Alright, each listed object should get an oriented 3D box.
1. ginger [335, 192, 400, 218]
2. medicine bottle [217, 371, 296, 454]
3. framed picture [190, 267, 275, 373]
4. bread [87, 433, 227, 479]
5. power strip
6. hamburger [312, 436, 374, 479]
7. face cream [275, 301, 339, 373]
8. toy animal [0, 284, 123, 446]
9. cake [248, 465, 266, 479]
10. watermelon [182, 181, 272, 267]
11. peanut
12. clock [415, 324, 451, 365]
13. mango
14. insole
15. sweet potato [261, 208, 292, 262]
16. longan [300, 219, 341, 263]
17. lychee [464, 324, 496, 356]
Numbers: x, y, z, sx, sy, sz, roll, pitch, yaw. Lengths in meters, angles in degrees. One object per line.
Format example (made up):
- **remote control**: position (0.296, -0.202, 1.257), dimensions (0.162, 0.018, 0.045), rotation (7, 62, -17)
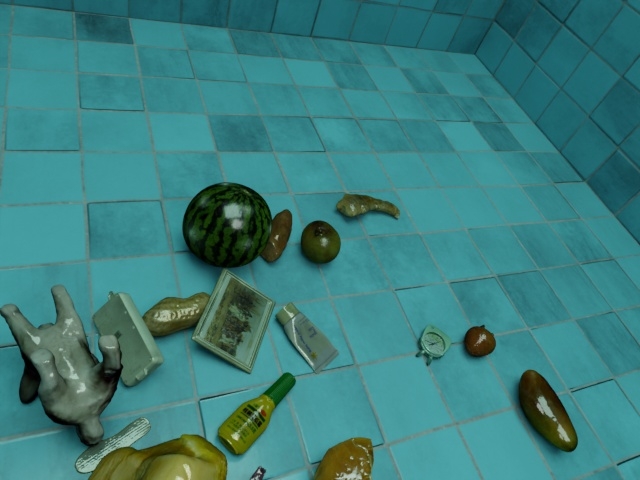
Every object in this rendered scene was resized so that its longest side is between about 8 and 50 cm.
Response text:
- **ginger**: position (0.202, -0.136, 1.954), dimensions (0.294, 0.086, 0.131), rotation (5, 27, -23)
- **medicine bottle**: position (-0.163, 0.462, 1.310), dimensions (0.095, 0.064, 0.260), rotation (39, 48, 14)
- **framed picture**: position (-0.251, 0.236, 1.448), dimensions (0.217, 0.017, 0.275), rotation (36, 43, -22)
- **bread**: position (-0.342, 0.589, 0.959), dimensions (0.250, 0.360, 0.394), rotation (51, 38, -25)
- **power strip**: position (-0.532, 0.265, 1.311), dimensions (0.118, 0.046, 0.270), rotation (-41, 67, 6)
- **hamburger**: position (0.052, 0.632, 1.192), dimensions (0.156, 0.144, 0.283), rotation (17, 49, -6)
- **face cream**: position (-0.044, 0.299, 1.504), dimensions (0.224, 0.070, 0.114), rotation (48, 51, 10)
- **toy animal**: position (-0.626, 0.318, 1.165), dimensions (0.194, 0.303, 0.344), rotation (-20, 36, -38)
- **cake**: position (-0.197, 0.665, 1.092), dimensions (0.112, 0.116, 0.295), rotation (31, 50, 1)
- **watermelon**: position (-0.297, -0.049, 1.552), dimensions (0.284, 0.285, 0.285), rotation (11, 48, -12)
- **peanut**: position (-0.415, 0.211, 1.406), dimensions (0.225, 0.095, 0.108), rotation (-15, 69, -32)
- **clock**: position (0.377, 0.356, 1.622), dimensions (0.101, 0.041, 0.135), rotation (38, 49, 12)
- **mango**: position (0.721, 0.548, 1.539), dimensions (0.133, 0.111, 0.268), rotation (9, 45, -35)
- **insole**: position (-0.509, 0.505, 1.181), dimensions (0.188, 0.004, 0.064), rotation (-30, 67, -37)
- **sweet potato**: position (-0.152, -0.029, 1.714), dimensions (0.097, 0.097, 0.252), rotation (20, 48, -3)
- **longan**: position (0.000, 0.000, 1.698), dimensions (0.154, 0.176, 0.145), rotation (29, 60, 25)
- **lychee**: position (0.552, 0.340, 1.661), dimensions (0.101, 0.114, 0.140), rotation (40, 62, -26)
